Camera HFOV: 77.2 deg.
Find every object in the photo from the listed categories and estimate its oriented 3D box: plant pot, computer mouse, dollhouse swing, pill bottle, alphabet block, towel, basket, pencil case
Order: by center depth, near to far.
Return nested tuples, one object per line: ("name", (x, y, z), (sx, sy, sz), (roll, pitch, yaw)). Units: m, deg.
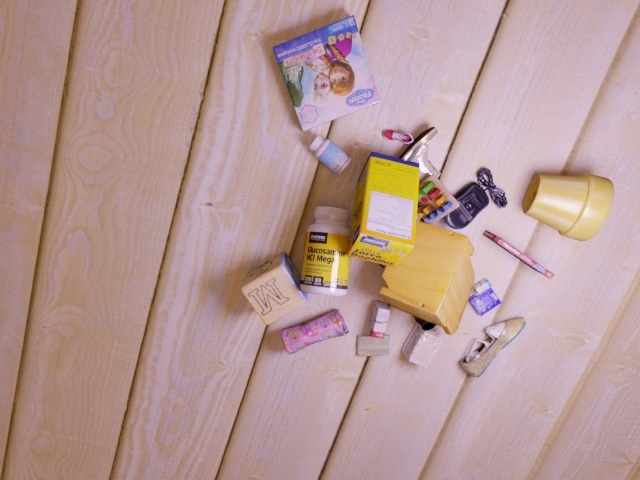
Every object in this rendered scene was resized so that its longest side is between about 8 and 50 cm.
("plant pot", (0.942, -0.148, 1.563), (0.239, 0.254, 0.254), (16, 104, 10))
("pill bottle", (0.035, -0.337, 1.567), (0.160, 0.087, 0.087), (38, 101, -10))
("pill bottle", (0.028, 0.043, 1.573), (0.188, 0.188, 0.334), (6, 85, -3))
("computer mouse", (0.612, -0.148, 1.641), (0.272, 0.072, 0.188), (-37, 100, -5))
("dollhouse swing", (0.450, 0.168, 1.641), (0.315, 0.305, 0.347), (19, 68, 23))
("alphabet block", (-0.184, 0.193, 1.648), (0.197, 0.192, 0.193), (-31, 101, 5))
("pencil case", (-0.025, 0.397, 1.738), (0.284, 0.124, 0.124), (-20, 104, 2))
("basket", (0.452, 0.461, 1.771), (0.113, 0.103, 0.167), (23, 102, -8))
("towel", (0.239, 0.474, 1.810), (0.148, 0.027, 0.110), (-2, 105, 0))

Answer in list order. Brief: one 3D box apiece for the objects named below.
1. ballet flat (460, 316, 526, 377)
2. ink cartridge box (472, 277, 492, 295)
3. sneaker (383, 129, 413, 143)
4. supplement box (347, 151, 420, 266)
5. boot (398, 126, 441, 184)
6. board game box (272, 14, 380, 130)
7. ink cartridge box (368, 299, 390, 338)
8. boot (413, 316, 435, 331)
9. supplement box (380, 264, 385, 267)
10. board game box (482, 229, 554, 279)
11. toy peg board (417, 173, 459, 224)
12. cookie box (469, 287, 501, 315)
("ballet flat", (0.754, 0.452, 1.775), (0.123, 0.123, 0.348), (35, 101, -9))
("ink cartridge box", (0.692, 0.200, 1.736), (0.083, 0.048, 0.028), (-34, 102, 7))
("sneaker", (0.306, -0.405, 1.564), (0.118, 0.067, 0.042), (12, 103, -4))
("supplement box", (0.232, -0.113, 1.484), (0.194, 0.195, 0.357), (13, 63, -4))
("boot", (0.418, -0.322, 1.583), (0.165, 0.077, 0.213), (39, 107, -9))
("board game box", (0.025, -0.617, 1.505), (0.318, 0.066, 0.318), (-20, 104, 4))
("ink cartridge box", (0.255, 0.341, 1.739), (0.056, 0.099, 0.135), (10, 105, -4))
("boot", (0.500, 0.306, 1.715), (0.198, 0.137, 0.077), (-42, 101, 8))
("supplement box", (0.261, 0.055, 1.687), (0.083, 0.056, 0.083), (42, 100, -10))
("board game box", (0.812, 0.056, 1.652), (0.281, 0.145, 0.027), (32, 102, -9))
("toy peg board", (0.422, -0.144, 1.572), (0.161, 0.079, 0.161), (49, 138, 0))
("cookie box", (0.719, 0.264, 1.757), (0.107, 0.040, 0.092), (-36, 102, 8))
